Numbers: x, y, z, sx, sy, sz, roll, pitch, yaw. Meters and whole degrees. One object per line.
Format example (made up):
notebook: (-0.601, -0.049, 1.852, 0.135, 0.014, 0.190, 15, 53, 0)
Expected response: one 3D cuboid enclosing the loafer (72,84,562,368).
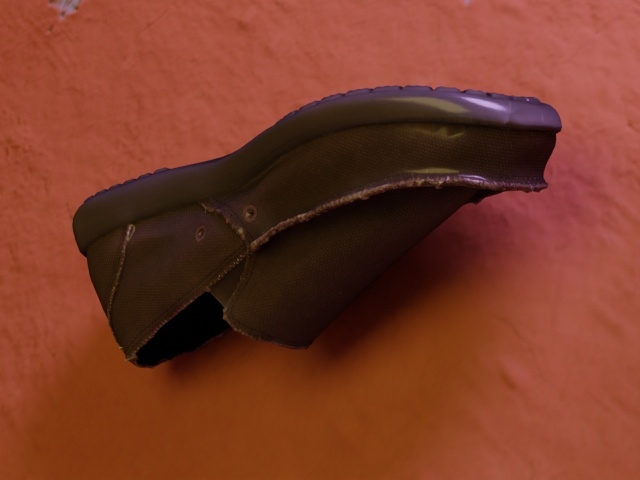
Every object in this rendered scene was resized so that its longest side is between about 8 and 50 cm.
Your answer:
loafer: (0.000, 0.000, 1.152, 0.366, 0.133, 0.130, -19, 76, 43)
